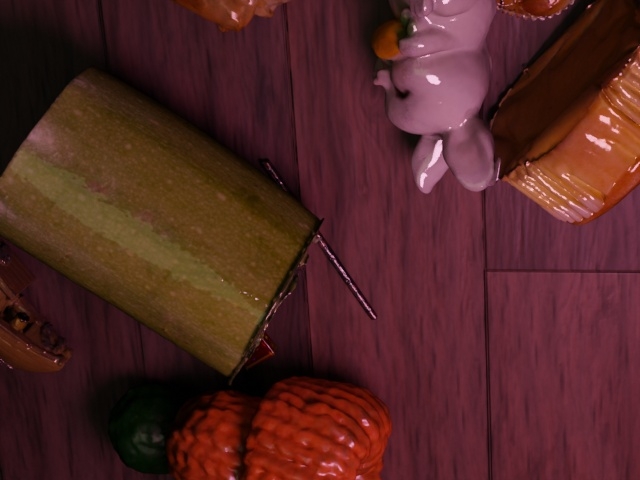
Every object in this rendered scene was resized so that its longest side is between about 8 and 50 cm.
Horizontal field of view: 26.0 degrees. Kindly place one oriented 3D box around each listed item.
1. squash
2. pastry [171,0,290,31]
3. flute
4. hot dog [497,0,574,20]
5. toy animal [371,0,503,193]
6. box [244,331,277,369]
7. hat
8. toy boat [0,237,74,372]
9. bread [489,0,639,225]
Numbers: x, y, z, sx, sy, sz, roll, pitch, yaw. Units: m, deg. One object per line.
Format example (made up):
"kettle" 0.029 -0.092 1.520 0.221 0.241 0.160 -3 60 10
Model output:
"squash" -0.203 -0.022 1.793 0.384 0.263 0.263 33 113 -3
"pastry" -0.063 -0.389 1.657 0.311 0.162 0.255 -28 64 16
"flute" 0.000 0.000 1.893 0.014 0.014 0.269 -30 102 20
"hot dog" 0.280 -0.392 1.657 0.144 0.075 0.267 21 116 0
"toy animal" 0.145 -0.222 1.681 0.154 0.208 0.325 -21 99 -22
"box" -0.105 0.137 1.960 0.051 0.023 0.082 -32 102 21
"hat" -0.107 0.271 1.903 0.400 0.285 0.285 23 114 14
"toy boat" -0.473 0.060 1.965 0.121 0.089 0.321 -40 97 25
"bread" 0.347 -0.155 1.683 0.156 0.204 0.288 30 117 -20
